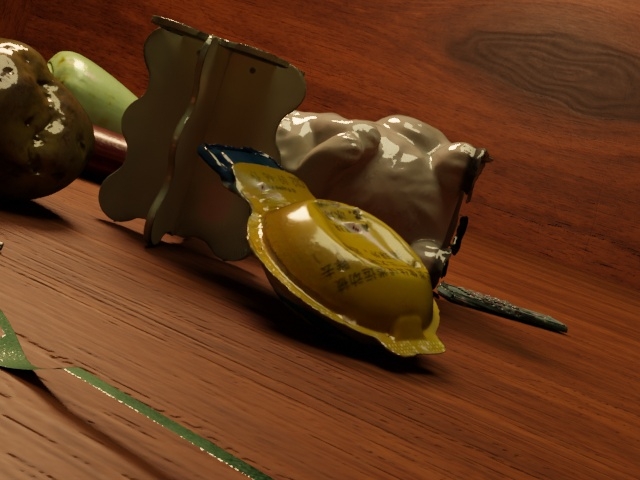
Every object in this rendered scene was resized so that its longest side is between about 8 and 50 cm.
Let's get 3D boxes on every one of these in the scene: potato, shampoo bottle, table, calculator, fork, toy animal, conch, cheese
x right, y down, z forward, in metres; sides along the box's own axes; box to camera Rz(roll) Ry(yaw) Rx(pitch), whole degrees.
[{"bbox_3d":[-0.299,-0.110,0.884,0.200,0.137,0.155,28,-26,46],"label":"potato"},{"bbox_3d":[-0.189,-0.080,1.250,0.260,0.064,0.102,19,-2,1],"label":"shampoo bottle"},{"bbox_3d":[-0.114,-0.092,0.934,0.166,0.198,0.166,18,6,-2],"label":"table"},{"bbox_3d":[0.229,0.085,1.234,0.172,0.018,0.057,18,7,-17],"label":"calculator"},{"bbox_3d":[-0.099,0.066,0.417,0.235,0.021,0.039,24,12,34],"label":"fork"},{"bbox_3d":[-0.002,-0.069,1.104,0.357,0.194,0.258,19,-16,9],"label":"toy animal"},{"bbox_3d":[-0.307,-0.158,1.373,0.250,0.143,0.137,34,22,-39],"label":"conch"},{"bbox_3d":[0.000,0.000,0.787,0.177,0.069,0.270,1,38,-48],"label":"cheese"}]

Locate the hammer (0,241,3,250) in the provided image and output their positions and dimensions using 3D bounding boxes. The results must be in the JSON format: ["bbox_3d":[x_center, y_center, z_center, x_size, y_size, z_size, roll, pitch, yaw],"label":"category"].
[{"bbox_3d":[-0.268,-0.013,0.655,0.110,0.019,0.035,22,5,-15],"label":"hammer"}]
